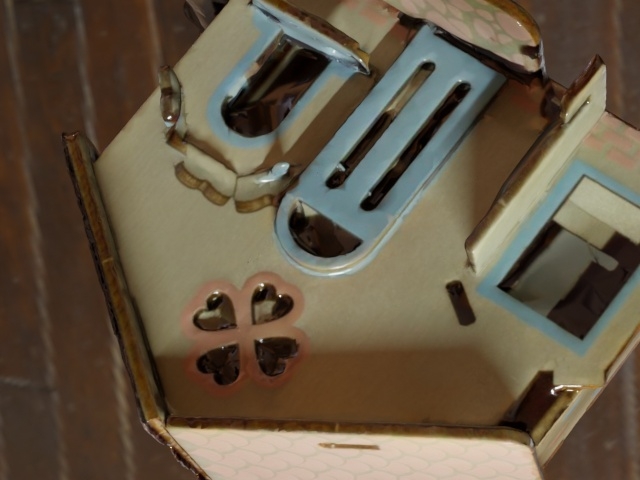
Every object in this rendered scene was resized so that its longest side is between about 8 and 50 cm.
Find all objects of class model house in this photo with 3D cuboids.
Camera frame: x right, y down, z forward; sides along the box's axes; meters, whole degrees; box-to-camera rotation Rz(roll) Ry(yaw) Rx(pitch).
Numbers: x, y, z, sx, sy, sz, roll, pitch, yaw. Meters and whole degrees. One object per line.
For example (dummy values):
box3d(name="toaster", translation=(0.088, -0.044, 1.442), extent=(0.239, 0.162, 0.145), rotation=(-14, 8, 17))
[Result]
box3d(name="model house", translation=(0.000, 0.000, 0.819), extent=(0.326, 0.169, 0.244), rotation=(34, 79, 22))
